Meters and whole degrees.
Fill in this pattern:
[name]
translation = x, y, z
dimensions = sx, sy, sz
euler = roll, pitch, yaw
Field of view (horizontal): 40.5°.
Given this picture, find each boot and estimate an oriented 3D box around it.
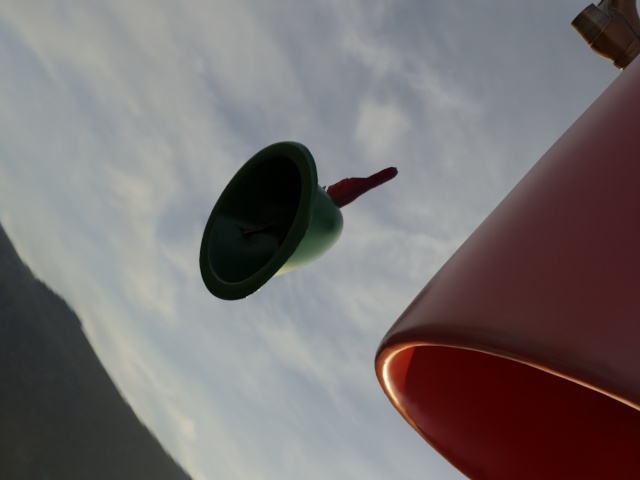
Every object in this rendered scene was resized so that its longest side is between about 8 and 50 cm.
[boot]
translation = 0.541, -0.368, 1.511
dimensions = 0.152, 0.197, 0.073
euler = 47, -24, 8

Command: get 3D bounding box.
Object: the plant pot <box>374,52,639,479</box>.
[plant pot]
translation = 0.200, 0.033, 0.446
dimensions = 0.275, 0.243, 0.275
euler = 30, -20, 12

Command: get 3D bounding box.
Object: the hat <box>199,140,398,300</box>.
[hat]
translation = 0.000, 0.000, 0.950
dimensions = 0.184, 0.208, 0.173
euler = 29, 15, -38
